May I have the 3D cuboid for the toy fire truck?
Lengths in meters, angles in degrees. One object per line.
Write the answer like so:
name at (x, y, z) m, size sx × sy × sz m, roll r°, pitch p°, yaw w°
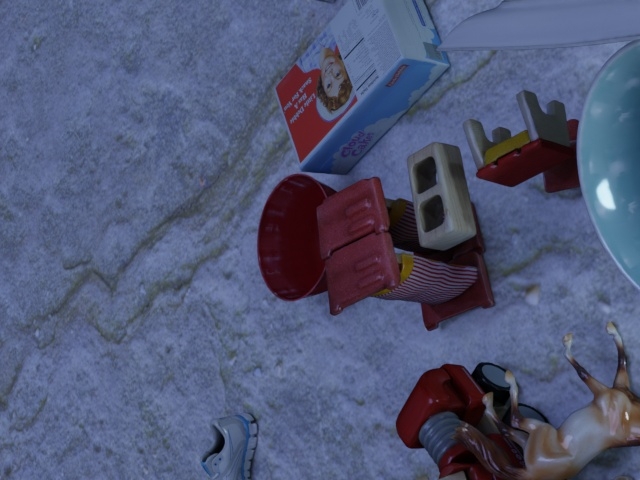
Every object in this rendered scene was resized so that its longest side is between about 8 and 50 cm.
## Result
toy fire truck at (0.144, 0.264, 1.971) m, size 0.217 × 0.246 × 0.158 m, roll 54°, pitch 126°, yaw 42°

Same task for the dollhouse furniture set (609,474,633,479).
dollhouse furniture set at (0.307, 0.333, 1.901) m, size 0.151 × 0.058 × 0.076 m, roll -40°, pitch 55°, yaw 43°

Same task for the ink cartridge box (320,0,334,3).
ink cartridge box at (-0.028, -0.461, 2.406) m, size 0.128 × 0.127 × 0.176 m, roll -53°, pitch 48°, yaw 34°

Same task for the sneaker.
sneaker at (-0.149, 0.358, 2.486) m, size 0.071 × 0.083 × 0.191 m, roll -6°, pitch 81°, yaw 51°

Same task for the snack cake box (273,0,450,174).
snack cake box at (0.053, -0.229, 2.298) m, size 0.264 × 0.089 × 0.152 m, roll -45°, pitch 53°, yaw 40°

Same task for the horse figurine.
horse figurine at (0.288, 0.206, 1.884) m, size 0.263 × 0.066 × 0.174 m, roll -30°, pitch 58°, yaw 7°

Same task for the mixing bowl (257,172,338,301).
mixing bowl at (0.000, 0.000, 2.326) m, size 0.181 × 0.098 × 0.181 m, roll -12°, pitch 75°, yaw 53°

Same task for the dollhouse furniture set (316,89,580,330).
dollhouse furniture set at (0.190, -0.025, 2.006) m, size 0.374 × 0.201 × 0.152 m, roll -27°, pitch 63°, yaw 41°

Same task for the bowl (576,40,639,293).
bowl at (0.430, -0.080, 1.670) m, size 0.311 × 0.163 × 0.312 m, roll 29°, pitch 130°, yaw 43°

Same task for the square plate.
square plate at (0.351, -0.252, 1.696) m, size 0.344 × 0.347 × 0.049 m, roll 5°, pitch 109°, yaw 53°
